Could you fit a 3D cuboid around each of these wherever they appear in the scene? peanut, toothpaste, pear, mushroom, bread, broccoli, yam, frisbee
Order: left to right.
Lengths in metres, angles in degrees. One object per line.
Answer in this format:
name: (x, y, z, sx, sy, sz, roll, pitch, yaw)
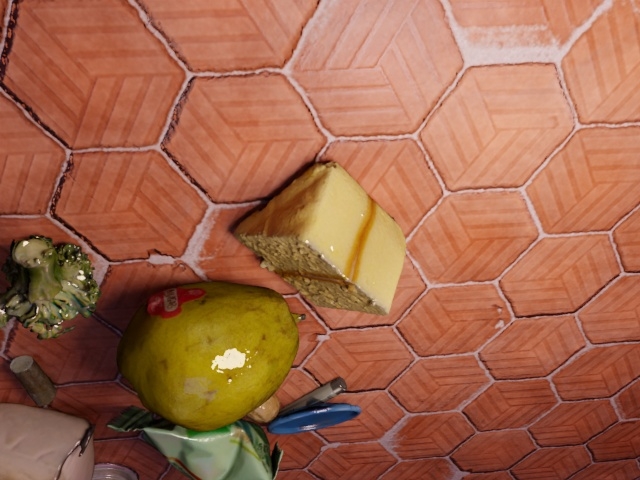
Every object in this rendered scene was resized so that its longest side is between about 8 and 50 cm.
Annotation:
mushroom: (-0.780, 0.556, 1.298, 0.397, 0.224, 0.313, 15, 136, -5)
broccoli: (-0.511, 0.073, 0.900, 0.198, 0.177, 0.275, -28, 171, -10)
yam: (-0.656, 0.321, 1.203, 0.054, 0.054, 0.132, -9, 128, 1)
pear: (-0.197, 0.210, 1.032, 0.375, 0.287, 0.287, -18, 132, -19)
peanut: (-0.204, 0.359, 1.247, 0.263, 0.117, 0.101, 31, 142, -33)
toothpaste: (-0.033, 0.422, 1.363, 0.239, 0.039, 0.062, -34, 135, 22)
frisbee: (-0.017, 0.439, 1.319, 0.242, 0.045, 0.242, -11, 152, -6)
bread: (0.000, 0.000, 1.005, 0.236, 0.198, 0.263, -10, 137, 47)

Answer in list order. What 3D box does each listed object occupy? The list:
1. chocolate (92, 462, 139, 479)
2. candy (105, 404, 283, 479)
chocolate: (-0.628, 0.746, 1.489, 0.221, 0.147, 0.221, -4, 133, -4)
candy: (-0.288, 0.474, 1.238, 0.398, 0.172, 0.263, 25, 158, -6)
